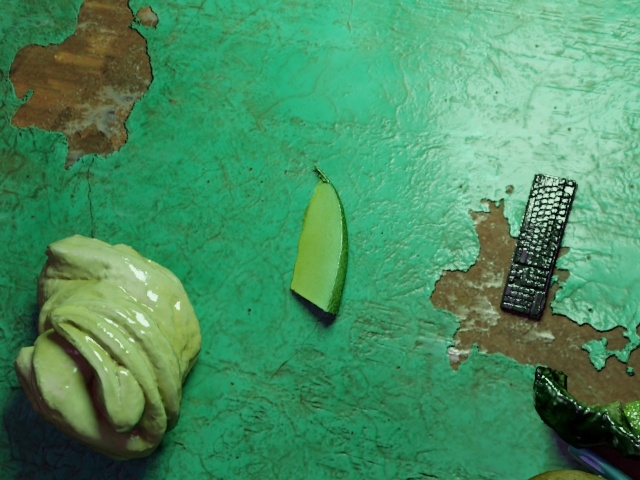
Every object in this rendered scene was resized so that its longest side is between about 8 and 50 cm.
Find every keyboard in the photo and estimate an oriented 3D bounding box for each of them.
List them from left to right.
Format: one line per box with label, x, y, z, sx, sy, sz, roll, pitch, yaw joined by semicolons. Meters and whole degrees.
keyboard;0.345;0.006;1.907;0.072;0.023;0.231;14;85;23

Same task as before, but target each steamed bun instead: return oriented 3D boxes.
steamed bun;-0.373;0.180;2.012;0.325;0.230;0.372;6;84;23

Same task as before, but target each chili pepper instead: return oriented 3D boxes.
chili pepper;0.441;0.272;1.756;0.264;0.148;0.116;9;66;15

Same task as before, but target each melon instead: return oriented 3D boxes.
melon;0.000;-0.001;2.024;0.114;0.053;0.261;-8;73;36

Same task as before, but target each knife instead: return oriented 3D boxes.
knife;0.462;0.372;1.777;0.222;0.064;0.031;34;74;19

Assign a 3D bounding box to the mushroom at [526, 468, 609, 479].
mushroom;0.364;0.458;1.747;0.253;0.153;0.253;-3;83;23
